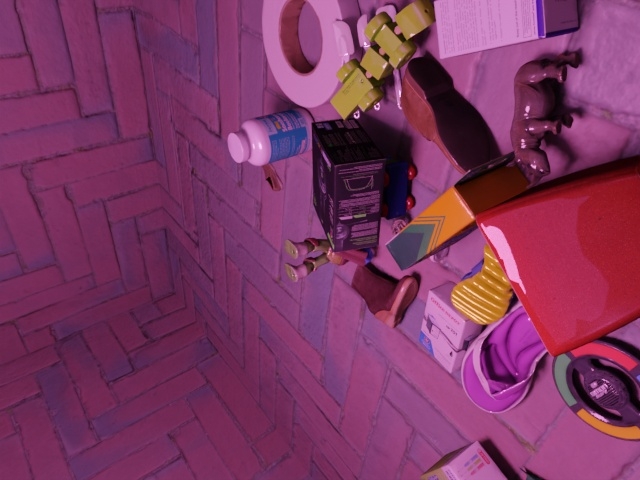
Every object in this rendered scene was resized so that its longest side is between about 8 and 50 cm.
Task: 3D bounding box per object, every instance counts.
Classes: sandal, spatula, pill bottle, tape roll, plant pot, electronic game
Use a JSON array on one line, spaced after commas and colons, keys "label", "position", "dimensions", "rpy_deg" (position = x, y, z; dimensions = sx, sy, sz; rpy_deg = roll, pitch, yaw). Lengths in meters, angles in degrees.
[{"label": "sandal", "position": [0.430, 0.289, 1.145], "dimensions": [0.169, 0.102, 0.416], "rpy_deg": [25, 132, 21]}, {"label": "sandal", "position": [0.397, 0.070, 1.072], "dimensions": [0.126, 0.138, 0.317], "rpy_deg": [38, 142, 16]}, {"label": "spatula", "position": [0.127, -0.433, 1.198], "dimensions": [0.168, 0.019, 0.242], "rpy_deg": [-5, 109, 23]}, {"label": "pill bottle", "position": [-0.153, -0.320, 1.518], "dimensions": [0.146, 0.264, 0.146], "rpy_deg": [34, 136, 41]}, {"label": "tape roll", "position": [-0.034, -0.577, 1.362], "dimensions": [0.392, 0.072, 0.392], "rpy_deg": [34, 135, 42]}, {"label": "pill bottle", "position": [0.271, 0.005, 1.276], "dimensions": [0.120, 0.067, 0.067], "rpy_deg": [33, 135, 43]}, {"label": "plant pot", "position": [0.475, -0.002, 0.813], "dimensions": [0.235, 0.267, 0.267], "rpy_deg": [-33, 81, 45]}, {"label": "electronic game", "position": [0.592, 0.307, 1.004], "dimensions": [0.229, 0.048, 0.229], "rpy_deg": [35, 136, 41]}]

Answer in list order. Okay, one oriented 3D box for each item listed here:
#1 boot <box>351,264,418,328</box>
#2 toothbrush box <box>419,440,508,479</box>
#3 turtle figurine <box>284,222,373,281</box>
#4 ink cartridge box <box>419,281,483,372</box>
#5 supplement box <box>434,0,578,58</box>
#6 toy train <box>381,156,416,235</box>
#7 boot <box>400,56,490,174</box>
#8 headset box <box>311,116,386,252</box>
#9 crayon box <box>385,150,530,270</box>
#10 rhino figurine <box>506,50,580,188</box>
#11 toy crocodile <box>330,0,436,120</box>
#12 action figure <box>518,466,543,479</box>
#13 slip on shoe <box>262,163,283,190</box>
[{"label": "boot", "position": [0.180, 0.138, 1.473], "dimensions": [0.207, 0.090, 0.248], "rpy_deg": [47, 147, 26]}, {"label": "toothbrush box", "position": [0.430, 0.724, 1.400], "dimensions": [0.206, 0.122, 0.283], "rpy_deg": [52, 157, 23]}, {"label": "turtle figurine", "position": [0.000, 0.000, 1.498], "dimensions": [0.275, 0.266, 0.198], "rpy_deg": [62, 150, 13]}, {"label": "ink cartridge box", "position": [0.345, 0.228, 1.282], "dimensions": [0.139, 0.082, 0.191], "rpy_deg": [46, 145, 46]}, {"label": "supplement box", "position": [0.330, -0.409, 0.883], "dimensions": [0.220, 0.111, 0.114], "rpy_deg": [11, 118, 53]}, {"label": "toy train", "position": [0.174, -0.110, 1.328], "dimensions": [0.143, 0.105, 0.248], "rpy_deg": [42, 142, 51]}, {"label": "boot", "position": [0.273, -0.259, 1.089], "dimensions": [0.115, 0.112, 0.305], "rpy_deg": [113, 135, -63]}, {"label": "headset box", "position": [0.065, -0.141, 1.289], "dimensions": [0.246, 0.131, 0.283], "rpy_deg": [-112, 16, -49]}, {"label": "crayon box", "position": [0.306, -0.060, 1.053], "dimensions": [0.083, 0.203, 0.323], "rpy_deg": [59, 148, 13]}, {"label": "rhino figurine", "position": [0.402, -0.218, 0.900], "dimensions": [0.106, 0.073, 0.243], "rpy_deg": [17, 108, 51]}, {"label": "toy crocodile", "position": [0.135, -0.411, 1.131], "dimensions": [0.115, 0.105, 0.340], "rpy_deg": [50, 137, 6]}, {"label": "action figure", "position": [0.603, 0.659, 1.197], "dimensions": [0.137, 0.063, 0.232], "rpy_deg": [61, 152, -8]}, {"label": "slip on shoe", "position": [-0.191, -0.242, 1.837], "dimensions": [0.135, 0.041, 0.051], "rpy_deg": [60, 148, 12]}]
